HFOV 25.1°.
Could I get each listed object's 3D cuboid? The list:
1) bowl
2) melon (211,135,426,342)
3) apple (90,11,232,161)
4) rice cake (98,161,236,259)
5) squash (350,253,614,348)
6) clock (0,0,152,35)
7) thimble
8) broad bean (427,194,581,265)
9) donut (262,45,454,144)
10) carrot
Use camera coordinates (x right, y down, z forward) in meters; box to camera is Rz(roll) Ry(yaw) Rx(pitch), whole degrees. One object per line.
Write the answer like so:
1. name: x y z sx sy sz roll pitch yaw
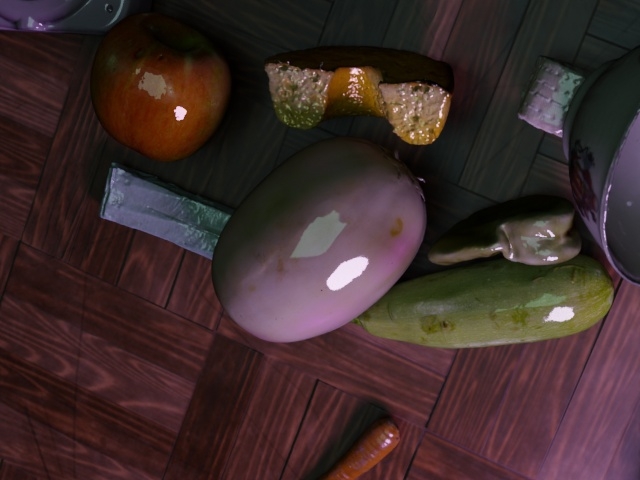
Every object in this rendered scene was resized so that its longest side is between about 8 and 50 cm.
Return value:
1. bowl: 0.400 -0.127 1.742 0.157 0.337 0.337 33 108 40
2. melon: 0.000 0.000 1.892 0.317 0.223 0.223 -43 84 14
3. apple: -0.217 -0.204 1.948 0.195 0.196 0.196 2 98 17
4. rice cake: -0.207 -0.035 2.045 0.226 0.040 0.085 21 103 14
5. squash: 0.202 0.087 1.896 0.370 0.118 0.118 -8 95 20
6. clock: -0.379 -0.448 2.004 0.295 0.113 0.322 5 98 17
7. thimble: 0.315 -0.176 1.829 0.115 0.102 0.090 20 105 -5
8. broad bean: 0.238 -0.012 1.854 0.206 0.153 0.072 -1 110 35
9. donut: 0.071 -0.202 1.886 0.259 0.152 0.101 9 115 23
10. carrot: 0.034 0.322 2.023 0.216 0.048 0.048 -44 84 23
